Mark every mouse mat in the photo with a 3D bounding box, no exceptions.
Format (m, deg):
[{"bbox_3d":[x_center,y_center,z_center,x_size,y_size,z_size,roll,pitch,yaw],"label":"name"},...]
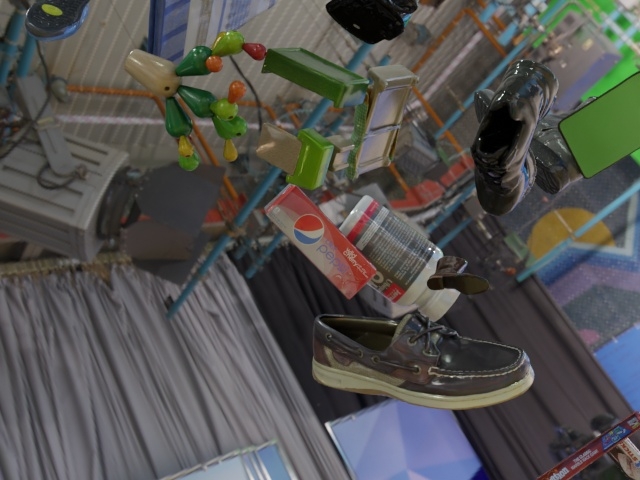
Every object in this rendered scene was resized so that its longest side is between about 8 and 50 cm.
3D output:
[{"bbox_3d":[0.577,-0.224,1.281,0.189,0.007,0.153,-33,-64,11],"label":"mouse mat"}]

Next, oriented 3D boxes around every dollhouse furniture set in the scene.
[{"bbox_3d":[0.028,-0.226,1.164,0.301,0.151,0.198,-26,-41,-53],"label":"dollhouse furniture set"}]

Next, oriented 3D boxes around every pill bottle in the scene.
[{"bbox_3d":[0.183,0.050,1.571,0.176,0.318,0.176,-53,-2,-2],"label":"pill bottle"}]

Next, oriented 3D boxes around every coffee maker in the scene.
[{"bbox_3d":[0.113,-0.380,0.903,0.120,0.171,0.178,37,-103,-44],"label":"coffee maker"}]

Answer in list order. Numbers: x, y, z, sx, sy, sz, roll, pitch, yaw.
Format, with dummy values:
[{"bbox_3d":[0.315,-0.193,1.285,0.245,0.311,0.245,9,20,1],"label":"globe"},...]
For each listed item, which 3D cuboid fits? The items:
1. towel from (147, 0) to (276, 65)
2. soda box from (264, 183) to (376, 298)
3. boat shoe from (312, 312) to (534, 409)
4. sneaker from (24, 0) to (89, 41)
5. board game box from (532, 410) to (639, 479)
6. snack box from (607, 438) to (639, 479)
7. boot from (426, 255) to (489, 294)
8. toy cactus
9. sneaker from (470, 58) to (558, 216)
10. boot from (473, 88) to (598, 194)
[{"bbox_3d":[-0.149,-0.379,0.980,0.285,0.034,0.209,-43,-9,-29],"label":"towel"},{"bbox_3d":[0.000,0.000,1.395,0.092,0.263,0.083,-44,14,2],"label":"soda box"},{"bbox_3d":[0.111,0.137,0.797,0.285,0.093,0.103,0,21,32],"label":"boat shoe"},{"bbox_3d":[-0.437,-0.358,1.081,0.069,0.209,0.082,23,-58,-17],"label":"sneaker"},{"bbox_3d":[0.380,0.364,1.025,0.281,0.027,0.145,-20,-30,-27],"label":"board game box"},{"bbox_3d":[0.781,0.562,1.605,0.064,0.178,0.022,-48,-15,31],"label":"snack box"},{"bbox_3d":[0.243,0.055,1.118,0.106,0.037,0.114,5,18,22],"label":"boot"},{"bbox_3d":[-0.170,-0.203,0.871,0.219,0.180,0.112,-58,2,46],"label":"toy cactus"},{"bbox_3d":[0.284,-0.140,1.036,0.130,0.109,0.286,-45,-33,-32],"label":"sneaker"},{"bbox_3d":[0.512,-0.258,1.445,0.222,0.338,0.118,-30,-34,-5],"label":"boot"}]
